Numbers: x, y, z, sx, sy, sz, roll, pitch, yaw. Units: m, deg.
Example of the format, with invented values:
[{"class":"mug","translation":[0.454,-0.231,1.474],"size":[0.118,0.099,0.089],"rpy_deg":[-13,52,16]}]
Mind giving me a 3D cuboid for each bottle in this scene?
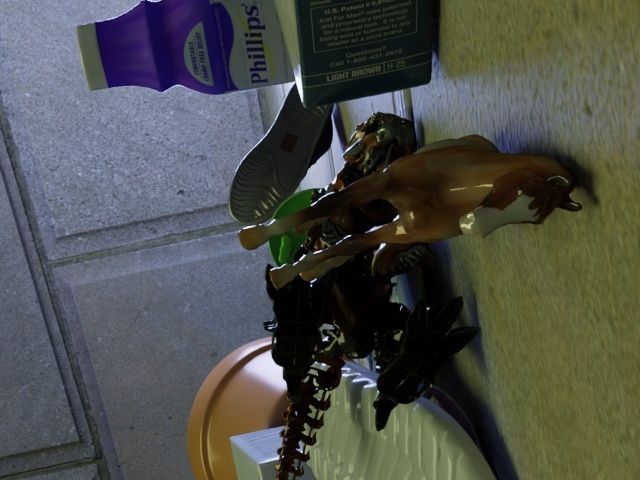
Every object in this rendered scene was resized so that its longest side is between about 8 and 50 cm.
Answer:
[{"class":"bottle","translation":[-0.098,-0.207,1.220],"size":[0.092,0.282,0.118],"rpy_deg":[-108,10,-57]}]

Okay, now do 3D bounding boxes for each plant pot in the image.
[{"class":"plant pot","translation":[-0.018,0.278,1.691],"size":[0.203,0.290,0.291],"rpy_deg":[170,88,-68]}]

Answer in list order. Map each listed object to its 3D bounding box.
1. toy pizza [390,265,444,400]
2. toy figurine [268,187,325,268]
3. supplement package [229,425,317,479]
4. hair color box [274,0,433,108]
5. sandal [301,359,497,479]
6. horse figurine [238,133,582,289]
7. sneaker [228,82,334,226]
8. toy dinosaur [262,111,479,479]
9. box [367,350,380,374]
[{"class":"toy pizza","translation":[0.086,0.054,1.168],"size":[0.201,0.032,0.201],"rpy_deg":[167,90,-84]},{"class":"toy figurine","translation":[0.000,0.000,1.590],"size":[0.159,0.130,0.173],"rpy_deg":[-70,-5,-75]},{"class":"supplement package","translation":[0.020,0.320,1.443],"size":[0.262,0.198,0.199],"rpy_deg":[167,92,-78]},{"class":"hair color box","translation":[0.010,-0.274,0.822],"size":[0.347,0.105,0.174],"rpy_deg":[84,173,-54]},{"class":"sandal","translation":[0.091,0.198,1.073],"size":[0.416,0.102,0.170],"rpy_deg":[-141,52,-62]},{"class":"horse figurine","translation":[0.057,-0.019,0.725],"size":[0.263,0.174,0.066],"rpy_deg":[-6,-104,-81]},{"class":"sneaker","translation":[-0.040,-0.101,1.620],"size":[0.222,0.083,0.118],"rpy_deg":[-59,-15,-11]},{"class":"toy dinosaur","translation":[0.029,0.057,1.039],"size":[0.218,0.164,0.322],"rpy_deg":[-122,28,-77]},{"class":"box","translation":[0.072,0.128,1.562],"size":[0.116,0.029,0.162],"rpy_deg":[85,170,-59]}]
